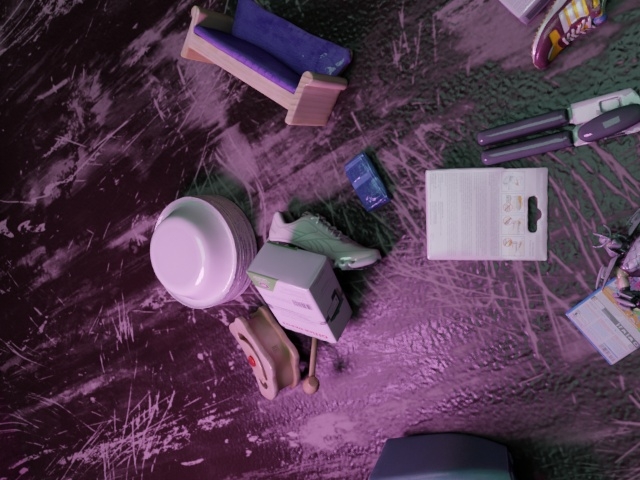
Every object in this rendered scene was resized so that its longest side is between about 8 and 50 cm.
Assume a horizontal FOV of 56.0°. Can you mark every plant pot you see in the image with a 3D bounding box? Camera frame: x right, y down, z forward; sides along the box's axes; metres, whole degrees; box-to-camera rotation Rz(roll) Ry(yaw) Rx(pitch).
[{"bbox_3d":[0.264,0.513,1.166,0.252,0.248,0.247,-19,87,15],"label":"plant pot"}]

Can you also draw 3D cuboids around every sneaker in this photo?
[{"bbox_3d":[0.435,-0.374,1.025,0.084,0.070,0.185,37,115,28],"label":"sneaker"},{"bbox_3d":[0.000,0.000,1.337,0.292,0.110,0.118,10,92,29],"label":"sneaker"}]

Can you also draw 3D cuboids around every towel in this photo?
[{"bbox_3d":[0.099,-0.125,1.295,0.067,0.029,0.119,-34,79,32],"label":"towel"}]

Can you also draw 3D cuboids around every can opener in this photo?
[{"bbox_3d":[0.409,-0.195,1.051,0.284,0.095,0.075,-11,90,33],"label":"can opener"}]

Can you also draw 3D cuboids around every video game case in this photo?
[{"bbox_3d":[0.540,0.126,1.062,0.166,0.015,0.119,-47,72,28],"label":"video game case"}]

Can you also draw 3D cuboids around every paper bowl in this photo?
[{"bbox_3d":[-0.310,0.030,1.506,0.284,0.148,0.284,5,100,30],"label":"paper bowl"}]

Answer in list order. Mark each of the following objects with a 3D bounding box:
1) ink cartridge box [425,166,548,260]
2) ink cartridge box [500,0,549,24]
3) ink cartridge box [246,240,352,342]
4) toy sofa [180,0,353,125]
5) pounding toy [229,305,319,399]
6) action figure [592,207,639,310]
[{"bbox_3d":[0.319,-0.052,1.168,0.225,0.056,0.180,0,97,13],"label":"ink cartridge box"},{"bbox_3d":[0.365,-0.499,1.081,0.145,0.045,0.179,-47,54,29],"label":"ink cartridge box"},{"bbox_3d":[-0.040,0.116,1.311,0.160,0.092,0.219,14,149,30],"label":"ink cartridge box"},{"bbox_3d":[-0.120,-0.407,1.322,0.363,0.150,0.177,36,115,23],"label":"toy sofa"},{"bbox_3d":[-0.090,0.272,1.448,0.269,0.155,0.154,51,148,26],"label":"pounding toy"},{"bbox_3d":[0.579,0.052,0.972,0.285,0.099,0.185,31,101,20],"label":"action figure"}]
